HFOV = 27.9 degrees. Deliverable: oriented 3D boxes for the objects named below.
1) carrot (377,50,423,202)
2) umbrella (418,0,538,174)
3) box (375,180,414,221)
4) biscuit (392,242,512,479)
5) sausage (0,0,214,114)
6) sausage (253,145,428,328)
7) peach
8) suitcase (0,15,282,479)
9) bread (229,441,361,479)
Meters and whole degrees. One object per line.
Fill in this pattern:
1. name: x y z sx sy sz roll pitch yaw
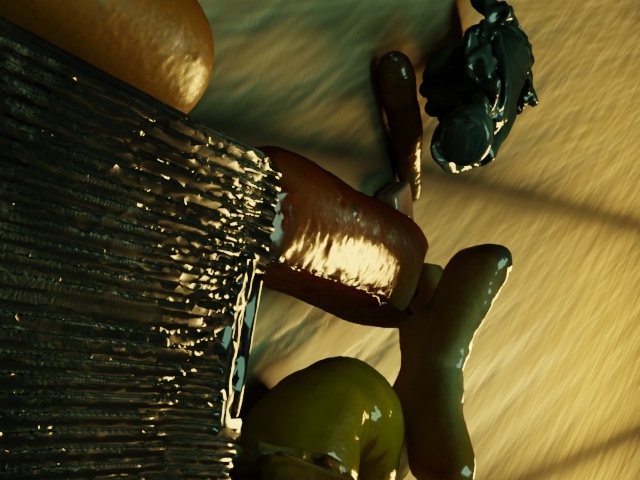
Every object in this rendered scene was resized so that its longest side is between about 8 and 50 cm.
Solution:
1. carrot: 0.078 -0.102 1.183 0.035 0.036 0.165 -57 145 -43
2. umbrella: 0.145 -0.141 1.205 0.349 0.094 0.143 -58 134 -64
3. box: 0.072 0.004 1.207 0.048 0.025 0.115 -35 127 -56
4. biscuit: 0.094 0.110 1.103 0.047 0.164 0.207 20 71 -19
5. sausage: -0.130 -0.131 0.683 0.238 0.098 0.098 41 59 -59
6. sausage: 0.000 0.000 0.977 0.330 0.102 0.102 26 72 -63
7. peach: 0.000 0.178 1.009 0.179 0.103 0.179 -30 125 -56
8. suitcase: -0.160 0.024 0.598 0.335 0.152 0.229 22 77 -66
9. bread: -0.046 0.280 0.729 0.314 0.370 0.191 14 120 -43
